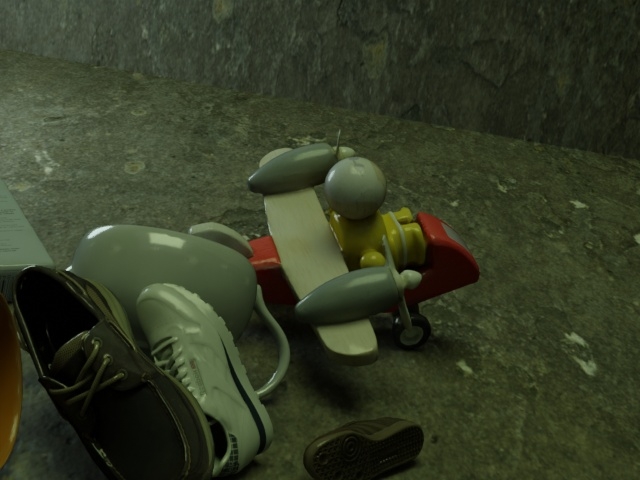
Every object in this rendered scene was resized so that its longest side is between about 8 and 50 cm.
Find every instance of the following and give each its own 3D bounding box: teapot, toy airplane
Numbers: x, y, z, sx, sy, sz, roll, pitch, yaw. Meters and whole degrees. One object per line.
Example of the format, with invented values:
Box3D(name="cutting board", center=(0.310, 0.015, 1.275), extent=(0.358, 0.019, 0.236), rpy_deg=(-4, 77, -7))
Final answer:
Box3D(name="teapot", center=(-0.200, 0.100, 1.690), extent=(0.256, 0.187, 0.252), rpy_deg=(1, -17, 29))
Box3D(name="toy airplane", center=(0.000, 0.000, 1.894), extent=(0.386, 0.272, 0.384), rpy_deg=(30, 34, 20))

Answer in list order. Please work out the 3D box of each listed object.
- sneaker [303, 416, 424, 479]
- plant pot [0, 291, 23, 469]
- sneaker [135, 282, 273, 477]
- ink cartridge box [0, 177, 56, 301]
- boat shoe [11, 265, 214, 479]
Box3D(name="sneaker", center=(0.037, 0.246, 1.581), extent=(0.188, 0.066, 0.071), rpy_deg=(-1, 4, -45))
Box3D(name="plant pot", center=(-0.436, 0.148, 1.412), extent=(0.188, 0.205, 0.205), rpy_deg=(-4, 17, 8))
Box3D(name="sneaker", center=(-0.144, 0.154, 1.532), extent=(0.235, 0.090, 0.095), rpy_deg=(56, 37, 6))
Box3D(name="ink cartridge box", center=(-0.584, -0.016, 1.929), extent=(0.324, 0.071, 0.330), rpy_deg=(-2, 30, -31))
Box3D(name="boat shoe", center=(-0.243, 0.155, 1.455), extent=(0.355, 0.132, 0.130), rpy_deg=(44, 4, 40))
